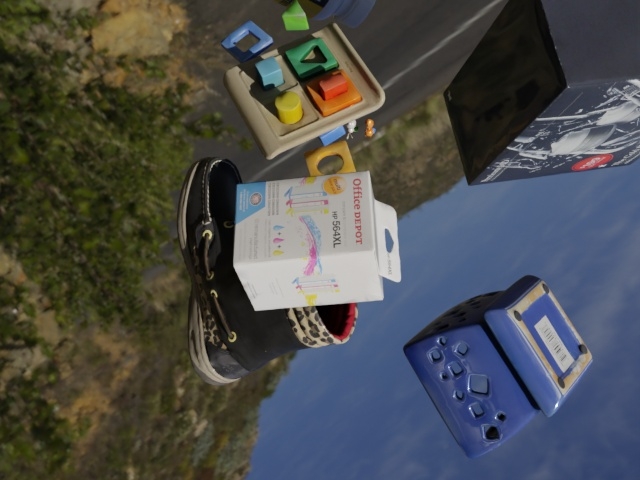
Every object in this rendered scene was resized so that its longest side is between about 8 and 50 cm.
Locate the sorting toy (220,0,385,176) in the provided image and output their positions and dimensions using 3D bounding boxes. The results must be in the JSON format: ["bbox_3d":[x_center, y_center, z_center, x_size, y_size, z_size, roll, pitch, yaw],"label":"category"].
[{"bbox_3d":[-0.029,-0.228,1.128,0.196,0.348,0.047,-27,151,-5],"label":"sorting toy"}]

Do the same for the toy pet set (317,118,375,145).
[{"bbox_3d":[0.025,-0.185,1.322,0.122,0.065,0.114,10,170,11],"label":"toy pet set"}]

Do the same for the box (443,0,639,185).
[{"bbox_3d":[0.401,-0.238,1.166,0.312,0.179,0.343,-7,164,-13],"label":"box"}]

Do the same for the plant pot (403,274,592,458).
[{"bbox_3d":[0.327,0.207,1.362,0.212,0.236,0.236,-36,173,38],"label":"plant pot"}]

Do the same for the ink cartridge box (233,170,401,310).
[{"bbox_3d":[0.000,0.000,0.714,0.143,0.092,0.090,-6,147,7],"label":"ink cartridge box"}]

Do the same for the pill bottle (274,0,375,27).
[{"bbox_3d":[-0.043,-0.591,1.655,0.188,0.334,0.188,-46,-146,43],"label":"pill bottle"}]

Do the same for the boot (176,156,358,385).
[{"bbox_3d":[-0.086,0.017,1.189,0.284,0.377,0.138,-19,155,40],"label":"boot"}]
